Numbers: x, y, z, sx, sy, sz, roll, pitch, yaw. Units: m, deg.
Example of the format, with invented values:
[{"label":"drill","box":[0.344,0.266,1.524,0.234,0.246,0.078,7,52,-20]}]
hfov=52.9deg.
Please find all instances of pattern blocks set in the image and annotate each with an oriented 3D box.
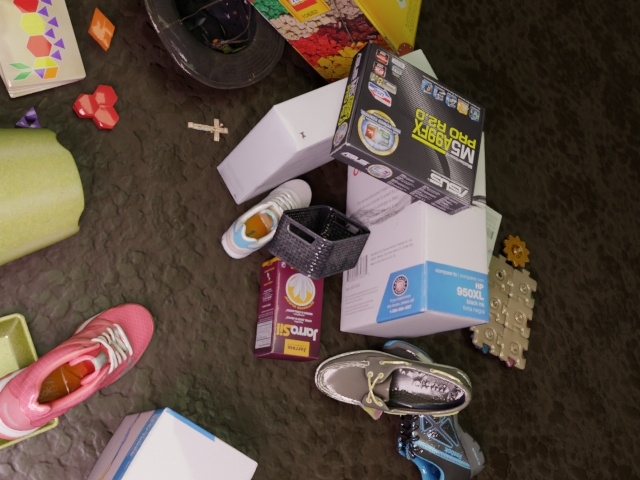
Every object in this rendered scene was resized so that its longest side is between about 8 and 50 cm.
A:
[{"label":"pattern blocks set","box":[-0.505,-0.351,1.132,0.285,0.026,0.325,-8,91,-32]}]

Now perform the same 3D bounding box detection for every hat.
[{"label":"hat","box":[-0.231,-0.457,1.284,0.331,0.134,0.331,0,91,-38]}]

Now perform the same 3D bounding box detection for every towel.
[{"label":"towel","box":[0.114,0.321,1.334,0.060,0.009,0.083,41,59,-13]}]

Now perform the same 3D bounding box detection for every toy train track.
[{"label":"toy train track","box":[-0.224,-0.227,1.292,0.083,0.014,0.048,4,74,-28]}]

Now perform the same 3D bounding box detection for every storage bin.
[{"label":"storage bin","box":[0.000,0.000,1.248,0.122,0.084,0.180,32,21,23]}]

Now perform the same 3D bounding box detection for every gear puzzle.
[{"label":"gear puzzle","box":[0.443,0.130,1.563,0.175,0.044,0.339,28,61,-19]}]

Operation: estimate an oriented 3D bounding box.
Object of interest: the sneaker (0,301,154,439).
[{"label":"sneaker","box":[-0.351,0.192,0.995,0.116,0.136,0.314,61,38,-9]}]

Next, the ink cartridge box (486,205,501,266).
[{"label":"ink cartridge box","box":[0.314,0.005,1.490,0.154,0.093,0.212,30,62,-19]}]

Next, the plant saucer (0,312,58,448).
[{"label":"plant saucer","box":[-0.521,0.228,0.973,0.188,0.045,0.188,-18,86,-32]}]

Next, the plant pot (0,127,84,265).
[{"label":"plant pot","box":[-0.509,-0.060,0.956,0.254,0.276,0.276,-20,87,-44]}]

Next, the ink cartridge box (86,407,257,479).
[{"label":"ink cartridge box","box":[-0.243,0.374,0.981,0.171,0.232,0.168,37,59,-16]}]

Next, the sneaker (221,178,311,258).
[{"label":"sneaker","box":[-0.089,-0.049,1.273,0.087,0.092,0.228,50,57,-7]}]

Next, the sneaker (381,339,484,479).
[{"label":"sneaker","box":[0.209,0.363,1.305,0.139,0.125,0.341,-32,95,-30]}]

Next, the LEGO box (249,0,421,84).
[{"label":"LEGO box","box":[0.055,-0.639,1.382,0.372,0.193,0.500,37,56,-42]}]

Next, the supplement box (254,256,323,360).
[{"label":"supplement box","box":[-0.059,0.134,1.245,0.104,0.081,0.188,12,71,-27]}]

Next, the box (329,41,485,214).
[{"label":"box","box":[0.162,-0.195,1.140,0.270,0.060,0.216,24,65,-22]}]

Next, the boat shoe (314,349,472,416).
[{"label":"boat shoe","box":[0.135,0.274,1.227,0.305,0.091,0.109,4,89,9]}]

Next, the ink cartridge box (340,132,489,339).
[{"label":"ink cartridge box","box":[0.184,-0.017,1.306,0.166,0.285,0.395,12,70,-27]}]

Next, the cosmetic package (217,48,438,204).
[{"label":"cosmetic package","box":[0.015,-0.222,1.269,0.377,0.284,0.097,-29,92,-33]}]
